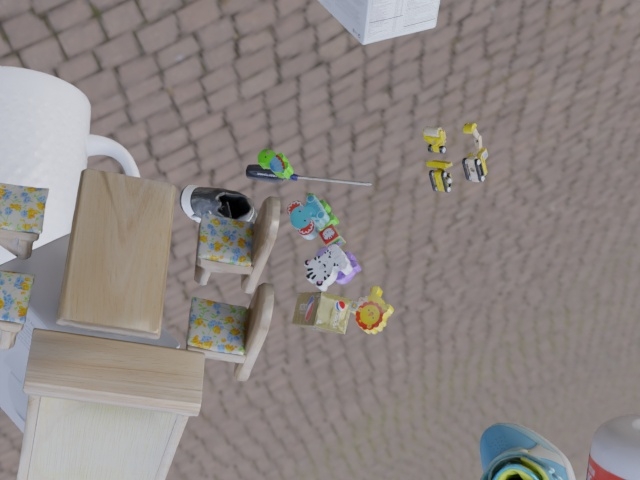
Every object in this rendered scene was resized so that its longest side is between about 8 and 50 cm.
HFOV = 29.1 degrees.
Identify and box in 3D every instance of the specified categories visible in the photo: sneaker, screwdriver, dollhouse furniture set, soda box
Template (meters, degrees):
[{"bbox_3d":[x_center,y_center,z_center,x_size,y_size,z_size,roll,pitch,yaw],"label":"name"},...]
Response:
[{"bbox_3d":[-0.156,-0.039,2.346,0.106,0.078,0.234,-3,155,41],"label":"sneaker"},{"bbox_3d":[0.278,0.328,1.726,0.127,0.319,0.208,-38,125,5],"label":"sneaker"},{"bbox_3d":[-0.017,-0.080,1.638,0.170,0.025,0.024,11,165,8],"label":"screwdriver"},{"bbox_3d":[-0.229,0.064,1.379,0.362,0.394,0.256,10,143,-12],"label":"dollhouse furniture set"},{"bbox_3d":[0.001,0.125,2.128,0.058,0.061,0.181,15,174,-12],"label":"soda box"}]

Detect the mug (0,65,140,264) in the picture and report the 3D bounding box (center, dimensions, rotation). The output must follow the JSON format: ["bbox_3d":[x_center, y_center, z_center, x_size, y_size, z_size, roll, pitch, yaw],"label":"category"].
[{"bbox_3d":[-0.496,-0.090,2.117,0.374,0.328,0.276,3,161,-8],"label":"mug"}]

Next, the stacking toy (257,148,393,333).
[{"bbox_3d":[0.000,0.000,1.520,0.052,0.221,0.167,-34,149,6],"label":"stacking toy"}]

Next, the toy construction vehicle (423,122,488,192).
[{"bbox_3d":[0.178,-0.110,1.610,0.086,0.098,0.035,6,-143,40],"label":"toy construction vehicle"}]

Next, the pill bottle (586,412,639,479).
[{"bbox_3d":[0.352,0.352,1.265,0.182,0.323,0.181,6,-171,-1],"label":"pill bottle"}]

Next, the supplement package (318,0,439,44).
[{"bbox_3d":[0.090,-0.462,1.984,0.149,0.194,0.203,-18,137,-25],"label":"supplement package"}]

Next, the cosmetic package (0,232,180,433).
[{"bbox_3d":[-0.326,0.154,1.620,0.138,0.224,0.224,-30,156,-40],"label":"cosmetic package"}]
